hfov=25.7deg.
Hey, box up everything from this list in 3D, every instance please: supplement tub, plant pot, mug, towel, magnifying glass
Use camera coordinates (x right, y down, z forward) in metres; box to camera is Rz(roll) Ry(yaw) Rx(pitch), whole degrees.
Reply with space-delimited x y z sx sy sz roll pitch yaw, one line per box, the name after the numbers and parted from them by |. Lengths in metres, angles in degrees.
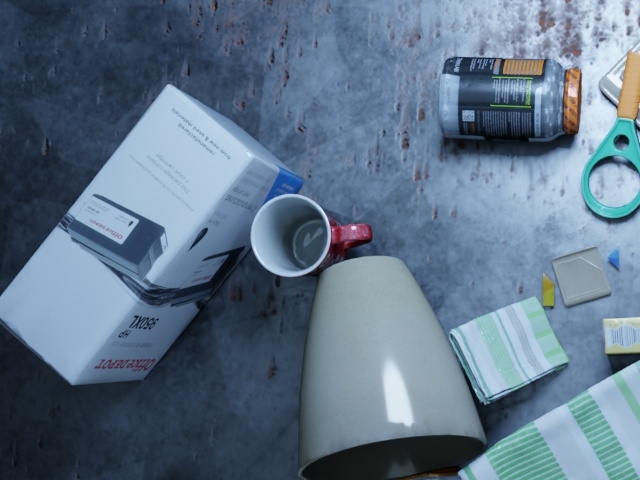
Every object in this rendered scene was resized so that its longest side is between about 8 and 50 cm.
0.265 -0.196 1.954 0.190 0.117 0.117 4 86 14 | supplement tub
0.079 0.169 1.918 0.257 0.256 0.274 -13 69 12 | plant pot
-0.006 0.008 1.973 0.150 0.169 0.113 23 90 14 | mug
0.261 0.148 1.930 0.152 0.023 0.113 -21 80 -25 | towel
0.418 -0.145 1.940 0.092 0.026 0.230 12 97 19 | magnifying glass
0.373 0.322 1.827 0.325 0.038 0.247 -30 88 7 | towel

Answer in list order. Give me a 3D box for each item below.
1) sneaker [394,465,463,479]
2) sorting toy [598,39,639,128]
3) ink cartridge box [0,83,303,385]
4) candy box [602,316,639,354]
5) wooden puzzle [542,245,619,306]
0.087 0.394 1.930 0.262 0.099 0.121 -19 79 30 | sneaker
0.521 -0.224 1.936 0.208 0.038 0.193 -45 77 6 | sorting toy
-0.234 0.005 1.969 0.166 0.285 0.395 40 95 13 | ink cartridge box
0.475 0.126 1.878 0.187 0.109 0.053 -6 83 14 | candy box
0.363 0.050 1.962 0.116 0.014 0.078 -11 87 13 | wooden puzzle
